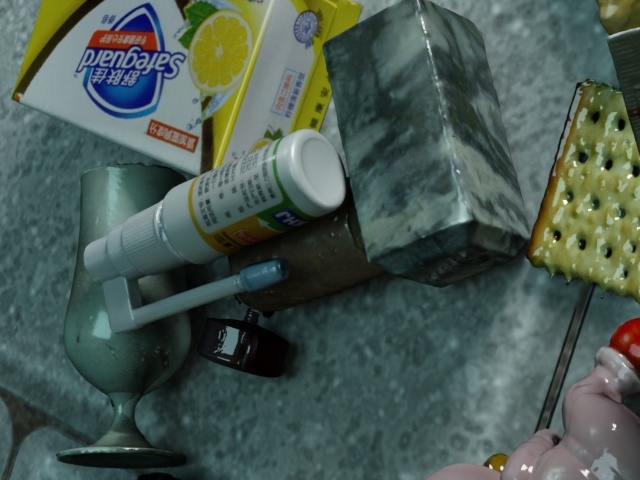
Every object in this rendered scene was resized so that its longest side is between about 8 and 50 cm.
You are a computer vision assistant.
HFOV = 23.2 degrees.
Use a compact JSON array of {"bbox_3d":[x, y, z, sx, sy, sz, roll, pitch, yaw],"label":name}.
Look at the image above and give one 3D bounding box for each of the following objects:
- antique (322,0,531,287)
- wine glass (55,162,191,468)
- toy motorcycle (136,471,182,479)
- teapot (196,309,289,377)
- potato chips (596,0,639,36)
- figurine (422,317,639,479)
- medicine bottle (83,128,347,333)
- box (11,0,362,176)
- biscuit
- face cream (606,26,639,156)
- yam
[{"bbox_3d":[0.073,-0.062,1.068,0.086,0.088,0.183,-24,66,32],"label":"antique"},{"bbox_3d":[-0.152,0.060,1.227,0.103,0.103,0.231,-11,72,38],"label":"wine glass"},{"bbox_3d":[-0.164,0.279,1.205,0.122,0.082,0.213,10,86,40],"label":"toy motorcycle"},{"bbox_3d":[-0.056,0.075,1.163,0.100,0.068,0.045,180,106,-81],"label":"teapot"},{"bbox_3d":[0.156,-0.313,1.065,0.080,0.057,0.407,-46,54,43],"label":"potato chips"},{"bbox_3d":[0.145,0.188,0.945,0.287,0.186,0.176,-44,94,1],"label":"figurine"},{"bbox_3d":[-0.078,-0.001,1.109,0.220,0.061,0.092,-21,77,35],"label":"medicine bottle"},{"bbox_3d":[-0.112,-0.148,1.238,0.265,0.097,0.168,25,97,40],"label":"box"},{"bbox_3d":[0.237,-0.016,0.971,0.231,0.016,0.139,19,93,41],"label":"biscuit"},{"bbox_3d":[0.324,-0.111,0.790,0.341,0.137,0.084,-15,58,12],"label":"face cream"},{"bbox_3d":[-0.002,0.001,1.129,0.127,0.084,0.084,-20,69,39],"label":"yam"}]
